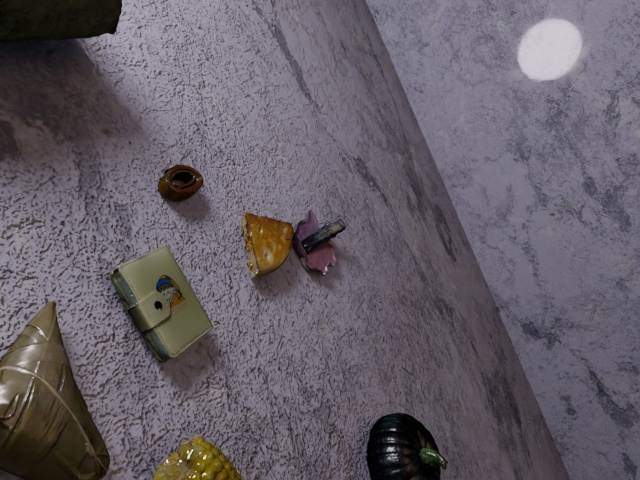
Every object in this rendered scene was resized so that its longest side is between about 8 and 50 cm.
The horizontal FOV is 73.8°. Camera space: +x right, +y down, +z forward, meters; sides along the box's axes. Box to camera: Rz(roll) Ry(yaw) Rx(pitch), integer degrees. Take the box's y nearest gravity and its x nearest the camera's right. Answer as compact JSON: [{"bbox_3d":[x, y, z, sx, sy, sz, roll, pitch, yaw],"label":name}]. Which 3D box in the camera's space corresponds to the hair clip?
[{"bbox_3d":[-0.005,0.003,1.034,0.146,0.056,0.187,57,45,-7],"label":"hair clip"}]

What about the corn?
[{"bbox_3d":[-0.096,0.426,0.558,0.363,0.120,0.120,62,33,-4],"label":"corn"}]

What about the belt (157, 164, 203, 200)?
[{"bbox_3d":[-0.251,-0.103,0.761,0.059,0.036,0.083,55,33,-3],"label":"belt"}]

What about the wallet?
[{"bbox_3d":[-0.239,0.095,0.645,0.155,0.039,0.110,62,29,-6],"label":"wallet"}]

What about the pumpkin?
[{"bbox_3d":[0.175,0.465,0.903,0.194,0.150,0.194,38,8,-6],"label":"pumpkin"}]

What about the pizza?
[{"bbox_3d":[-0.118,0.000,0.872,0.131,0.041,0.178,39,44,-25],"label":"pizza"}]

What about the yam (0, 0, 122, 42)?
[{"bbox_3d":[-0.426,-0.352,0.537,0.195,0.195,0.300,58,33,-11],"label":"yam"}]

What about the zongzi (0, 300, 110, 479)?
[{"bbox_3d":[-0.285,0.185,0.495,0.189,0.081,0.178,52,24,-30],"label":"zongzi"}]
